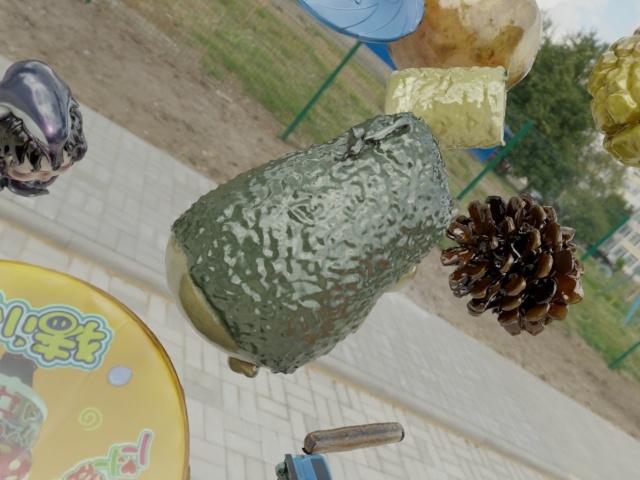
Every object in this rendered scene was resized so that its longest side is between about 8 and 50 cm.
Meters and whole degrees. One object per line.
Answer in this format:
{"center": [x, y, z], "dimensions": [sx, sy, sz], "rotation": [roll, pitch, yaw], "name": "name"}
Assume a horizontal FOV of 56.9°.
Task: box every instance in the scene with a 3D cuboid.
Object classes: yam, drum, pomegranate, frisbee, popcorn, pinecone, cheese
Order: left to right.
{"center": [-0.347, 0.239, 0.589], "dimensions": [0.432, 0.214, 0.430], "rotation": [12, 50, -14], "name": "drum"}
{"center": [0.048, -0.380, 0.816], "dimensions": [0.242, 0.045, 0.242], "rotation": [11, 61, -22], "name": "frisbee"}
{"center": [0.066, 0.369, 1.106], "dimensions": [0.264, 0.046, 0.046], "rotation": [13, 34, -45], "name": "yam"}
{"center": [0.180, -0.190, 0.847], "dimensions": [0.167, 0.123, 0.094], "rotation": [3, -8, 18], "name": "cheese"}
{"center": [0.254, -0.376, 1.066], "dimensions": [0.281, 0.281, 0.281], "rotation": [37, 19, -15], "name": "pomegranate"}
{"center": [0.339, 0.030, 1.066], "dimensions": [0.264, 0.264, 0.264], "rotation": [37, 19, -15], "name": "pinecone"}
{"center": [0.505, -0.218, 0.855], "dimensions": [0.226, 0.203, 0.200], "rotation": [-32, 100, -43], "name": "popcorn"}

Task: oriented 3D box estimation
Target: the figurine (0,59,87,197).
{"center": [-0.392, -0.150, 0.813], "dimensions": [0.146, 0.222, 0.145], "rotation": [13, 66, -31], "name": "figurine"}

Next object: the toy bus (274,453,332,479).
{"center": [-0.047, 0.523, 1.183], "dimensions": [0.106, 0.184, 0.090], "rotation": [7, 28, -23], "name": "toy bus"}

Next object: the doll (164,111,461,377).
{"center": [0.000, 0.000, 0.690], "dimensions": [0.247, 0.350, 0.247], "rotation": [51, -5, 7], "name": "doll"}
